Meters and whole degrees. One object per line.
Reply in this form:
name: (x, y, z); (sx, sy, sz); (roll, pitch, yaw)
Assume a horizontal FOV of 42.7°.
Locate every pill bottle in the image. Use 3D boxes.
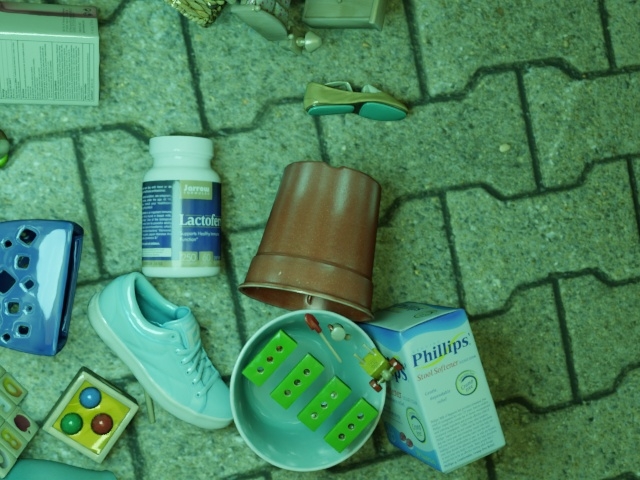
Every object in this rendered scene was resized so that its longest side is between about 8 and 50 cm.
pill bottle: (-0.267, -0.062, 1.577); (0.153, 0.153, 0.265); (0, 89, -17)

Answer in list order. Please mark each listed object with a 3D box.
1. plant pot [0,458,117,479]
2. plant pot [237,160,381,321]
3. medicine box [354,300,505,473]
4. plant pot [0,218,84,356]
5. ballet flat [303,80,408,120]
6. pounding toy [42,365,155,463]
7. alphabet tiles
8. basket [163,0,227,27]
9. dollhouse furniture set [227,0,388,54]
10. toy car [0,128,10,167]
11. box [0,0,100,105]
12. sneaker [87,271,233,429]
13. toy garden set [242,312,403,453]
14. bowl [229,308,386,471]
plant pot: (-0.494, 0.514, 1.456); (0.255, 0.271, 0.272); (3, 88, -31)
plant pot: (0.000, 0.000, 1.615); (0.272, 0.272, 0.265); (17, 77, -16)
medicine box: (0.212, 0.283, 1.660); (0.149, 0.263, 0.290); (-20, 95, -17)
plant pot: (-0.550, 0.071, 1.455); (0.212, 0.236, 0.236); (8, 87, -11)
ballet flat: (0.077, -0.301, 1.728); (0.232, 0.080, 0.073); (2, 74, -18)
pounding toy: (-0.392, 0.313, 1.565); (0.181, 0.094, 0.206); (36, 80, -13)
alphabet tiles: (-0.634, 0.246, 1.403); (0.011, 0.285, 0.342); (-40, 101, 10)
basket: (-0.271, -0.571, 1.523); (0.299, 0.213, 0.223); (35, 102, -13)
dollhouse furniture set: (-0.015, -0.534, 1.547); (0.355, 0.173, 0.304); (20, 80, -61)
toy car: (-0.661, -0.213, 1.464); (0.148, 0.155, 0.189); (-26, 91, -16)
box: (-0.521, -0.339, 1.488); (0.232, 0.127, 0.149); (-1, 132, -17)
sneaker: (-0.274, 0.210, 1.554); (0.366, 0.135, 0.150); (44, 123, -12)
toy garden set: (0.013, 0.243, 1.530); (0.244, 0.049, 0.204); (42, 95, -10)
bowl: (-0.041, 0.288, 1.636); (0.311, 0.163, 0.312); (0, 89, -16)
